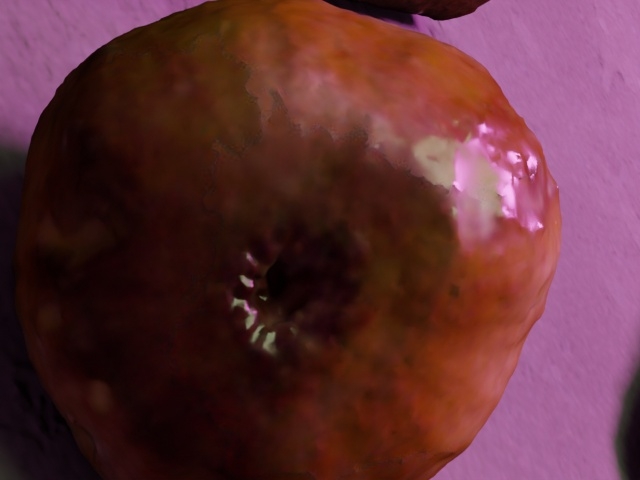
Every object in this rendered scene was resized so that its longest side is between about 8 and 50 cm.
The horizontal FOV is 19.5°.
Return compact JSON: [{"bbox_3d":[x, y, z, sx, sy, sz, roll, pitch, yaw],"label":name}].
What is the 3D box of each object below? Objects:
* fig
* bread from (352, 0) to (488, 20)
[{"bbox_3d":[0.000,0.000,0.599,0.159,0.159,0.257,61,11,2],"label":"fig"},{"bbox_3d":[-0.039,-0.189,0.715,0.417,0.113,0.165,-1,63,-58],"label":"bread"}]
